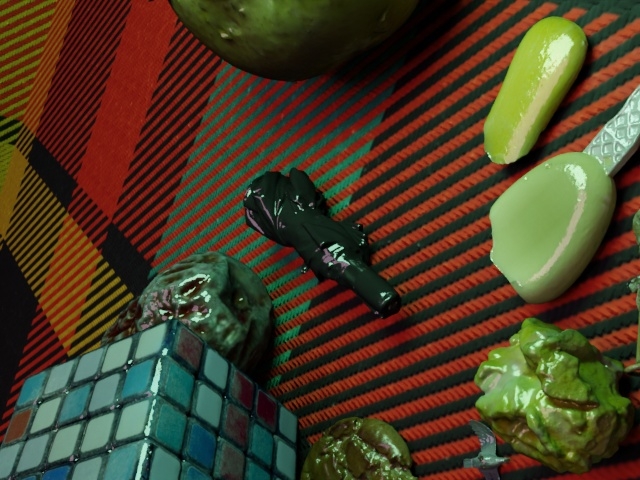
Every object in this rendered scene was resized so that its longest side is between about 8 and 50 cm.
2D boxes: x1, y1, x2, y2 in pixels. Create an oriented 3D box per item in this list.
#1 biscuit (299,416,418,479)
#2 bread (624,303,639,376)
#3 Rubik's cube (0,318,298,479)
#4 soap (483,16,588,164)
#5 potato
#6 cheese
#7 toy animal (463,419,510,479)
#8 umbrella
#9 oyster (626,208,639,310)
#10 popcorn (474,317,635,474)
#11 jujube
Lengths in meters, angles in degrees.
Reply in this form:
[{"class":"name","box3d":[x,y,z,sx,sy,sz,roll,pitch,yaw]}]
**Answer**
[{"class":"biscuit","box3d":[0.041,0.330,0.937,0.226,0.042,0.226,-20,64,47]},{"class":"bread","box3d":[0.337,0.097,0.544,0.224,0.142,0.212,-24,58,45]},{"class":"Rubik's cube","box3d":[-0.223,0.320,0.964,0.293,0.287,0.292,-24,39,23]},{"class":"soap","box3d":[0.231,-0.165,0.839,0.168,0.033,0.089,-63,38,19]},{"class":"potato","box3d":[-0.046,-0.375,0.976,0.442,0.385,0.319,1,93,63]},{"class":"cheese","box3d":[0.263,-0.061,0.758,0.255,0.050,0.127,-56,41,23]},{"class":"toy animal","box3d":[0.177,0.232,0.800,0.050,0.028,0.084,-22,64,56]},{"class":"umbrella","box3d":[0.000,0.000,1.030,0.340,0.118,0.118,44,115,47]},{"class":"oyster","box3d":[0.299,0.013,0.699,0.080,0.038,0.083,-53,45,31]},{"class":"popcorn","box3d":[0.217,0.142,0.700,0.126,0.126,0.145,-63,15,6]},{"class":"jujube","box3d":[-0.210,0.153,1.162,0.317,0.226,0.226,-35,54,38]}]
